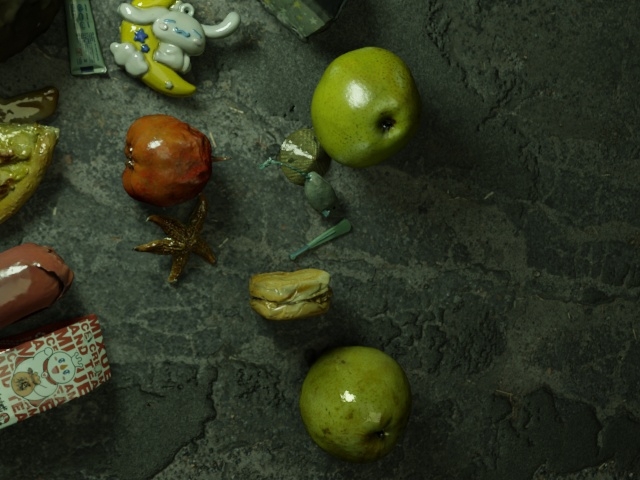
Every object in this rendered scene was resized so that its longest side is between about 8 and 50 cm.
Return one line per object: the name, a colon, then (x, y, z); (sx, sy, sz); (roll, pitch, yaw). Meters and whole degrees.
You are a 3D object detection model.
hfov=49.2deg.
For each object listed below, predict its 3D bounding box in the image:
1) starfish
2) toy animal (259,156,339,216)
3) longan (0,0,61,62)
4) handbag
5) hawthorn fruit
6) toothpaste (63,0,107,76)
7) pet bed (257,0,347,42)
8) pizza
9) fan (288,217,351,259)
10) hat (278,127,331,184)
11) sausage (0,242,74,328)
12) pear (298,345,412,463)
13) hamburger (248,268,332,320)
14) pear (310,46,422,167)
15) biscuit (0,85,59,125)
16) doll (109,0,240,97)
starfish: (-0.324, -0.004, 1.641); (0.227, 0.043, 0.240); (12, 106, -50)
toy animal: (-0.034, -0.140, 1.748); (0.253, 0.070, 0.079); (35, 92, -39)
longan: (-0.652, -0.488, 1.243); (0.391, 0.391, 0.390); (-5, 102, -24)
handbag: (-0.617, 0.278, 1.534); (0.298, 0.151, 0.171); (-21, 103, -24)
hawthorn fruit: (-0.317, -0.178, 1.567); (0.243, 0.207, 0.207); (-4, 102, -29)
toothpaste: (-0.515, -0.488, 1.487); (0.069, 0.047, 0.268); (-20, 111, -40)
pet bed: (-0.056, -0.586, 1.633); (0.211, 0.159, 0.183); (37, 57, -28)
pizza: (-0.711, -0.159, 1.404); (0.288, 0.075, 0.280); (25, 104, -32)
fan: (0.000, 0.000, 1.840); (0.193, 0.016, 0.038); (-31, 113, -17)
hat: (-0.025, -0.209, 1.759); (0.146, 0.067, 0.146); (-5, 102, -24)
sausage: (-0.667, 0.107, 1.476); (0.280, 0.152, 0.152); (-27, 110, -18)
pear: (0.095, 0.428, 1.819); (0.304, 0.304, 0.303); (-5, 102, -24)
hamburger: (-0.073, 0.130, 1.732); (0.214, 0.214, 0.108); (-4, 100, -24)
pear: (0.111, -0.315, 1.679); (0.294, 0.294, 0.294); (-5, 102, -24)
biscuit: (-0.666, -0.262, 1.460); (0.208, 0.047, 0.164); (9, 99, -27)
doll: (-0.330, -0.448, 1.546); (0.252, 0.111, 0.237); (23, 88, -18)
